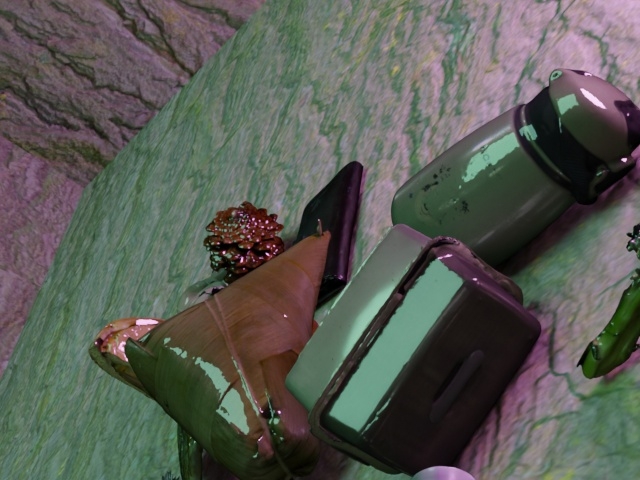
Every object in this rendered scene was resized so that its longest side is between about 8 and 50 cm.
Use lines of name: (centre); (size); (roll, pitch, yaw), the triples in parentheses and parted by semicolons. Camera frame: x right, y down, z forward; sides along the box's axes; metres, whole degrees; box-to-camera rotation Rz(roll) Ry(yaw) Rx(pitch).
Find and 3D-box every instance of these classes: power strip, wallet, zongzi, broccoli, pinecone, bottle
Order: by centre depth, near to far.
broccoli: (0.339, 0.072, 1.300); (0.122, 0.118, 0.204); (-98, 29, -46)
bottle: (0.258, -0.087, 1.604); (0.347, 0.168, 0.168); (-38, 27, 35)
zongzi: (-0.033, 0.188, 1.799); (0.418, 0.181, 0.447); (-39, 44, -15)
wallet: (0.000, 0.000, 2.213); (0.172, 0.045, 0.318); (-38, 26, 36)
pinecone: (-0.145, 0.015, 2.367); (0.173, 0.173, 0.173); (-46, 23, 26)
power strip: (-0.194, 0.053, 2.599); (0.136, 0.019, 0.051); (-33, 32, 46)

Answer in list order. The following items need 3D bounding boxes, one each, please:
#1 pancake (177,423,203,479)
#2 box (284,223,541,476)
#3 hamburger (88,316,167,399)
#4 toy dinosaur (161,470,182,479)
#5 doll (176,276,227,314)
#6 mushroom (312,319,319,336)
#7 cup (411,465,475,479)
pancake: (-0.212, 0.334, 2.039); (0.253, 0.037, 0.253); (-179, 90, -79)
box: (0.114, 0.141, 1.506); (0.290, 0.220, 0.166); (-56, 42, 1)
hamburger: (-0.343, 0.221, 2.414); (0.135, 0.208, 0.155); (124, 166, -57)
toy dinosaur: (-0.279, 0.445, 2.173); (0.209, 0.039, 0.082); (-14, 46, 61)
doll: (-0.211, 0.139, 2.362); (0.192, 0.095, 0.149); (-154, 66, -63)
mushroom: (-0.058, 0.181, 2.014); (0.135, 0.080, 0.170); (-52, 28, -13)
cup: (0.151, 0.314, 1.393); (0.104, 0.074, 0.116); (-14, 42, 19)
